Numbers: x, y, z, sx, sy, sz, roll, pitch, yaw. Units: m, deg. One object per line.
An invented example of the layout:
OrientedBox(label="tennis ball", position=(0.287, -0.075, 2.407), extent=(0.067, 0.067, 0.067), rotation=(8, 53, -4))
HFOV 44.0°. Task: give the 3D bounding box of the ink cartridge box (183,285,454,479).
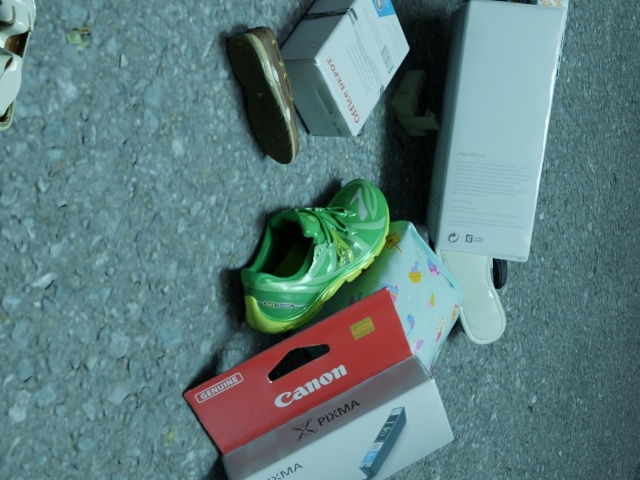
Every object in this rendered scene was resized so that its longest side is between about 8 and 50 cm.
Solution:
OrientedBox(label="ink cartridge box", position=(0.009, 0.234, 1.039), extent=(0.296, 0.066, 0.261), rotation=(-27, 126, -6))

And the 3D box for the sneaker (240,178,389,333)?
OrientedBox(label="sneaker", position=(0.000, 0.000, 1.074), extent=(0.295, 0.109, 0.123), rotation=(-49, 137, -37))

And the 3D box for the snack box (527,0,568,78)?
OrientedBox(label="snack box", position=(0.392, -0.450, 1.423), extent=(0.322, 0.060, 0.187), rotation=(61, 19, -66))

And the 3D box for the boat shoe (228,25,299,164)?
OrientedBox(label="boat shoe", position=(-0.057, -0.182, 0.995), extent=(0.060, 0.064, 0.178), rotation=(-43, 127, -39))

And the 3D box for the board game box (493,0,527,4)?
OrientedBox(label="board game box", position=(0.354, -0.383, 1.445), extent=(0.160, 0.039, 0.211), rotation=(-16, 97, -83))

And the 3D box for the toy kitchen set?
OrientedBox(label="toy kitchen set", position=(0.171, -0.224, 1.299), extent=(0.083, 0.068, 0.075), rotation=(50, 57, -47))

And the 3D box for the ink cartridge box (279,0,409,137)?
OrientedBox(label="ink cartridge box", position=(0.033, -0.255, 1.090), extent=(0.190, 0.082, 0.139), rotation=(-58, 138, -27))

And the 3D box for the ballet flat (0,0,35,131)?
OrientedBox(label="ballet flat", position=(-0.277, -0.174, 0.701), extent=(0.057, 0.052, 0.168), rotation=(10, 88, -54))

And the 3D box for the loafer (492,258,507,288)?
OrientedBox(label="loafer", position=(0.338, -0.004, 1.570), extent=(0.078, 0.076, 0.223), rotation=(-39, 124, -34))

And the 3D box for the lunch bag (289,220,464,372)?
OrientedBox(label="lunch bag", position=(0.105, 0.128, 1.208), extent=(0.262, 0.160, 0.223), rotation=(50, 56, -40))

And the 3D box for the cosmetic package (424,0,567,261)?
OrientedBox(label="cosmetic package", position=(0.273, -0.182, 1.285), extent=(0.217, 0.156, 0.385), rotation=(-78, 175, -77))

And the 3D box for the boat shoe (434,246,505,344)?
OrientedBox(label="boat shoe", position=(0.274, 0.042, 1.505), extent=(0.099, 0.116, 0.319), rotation=(-110, -178, -69))
